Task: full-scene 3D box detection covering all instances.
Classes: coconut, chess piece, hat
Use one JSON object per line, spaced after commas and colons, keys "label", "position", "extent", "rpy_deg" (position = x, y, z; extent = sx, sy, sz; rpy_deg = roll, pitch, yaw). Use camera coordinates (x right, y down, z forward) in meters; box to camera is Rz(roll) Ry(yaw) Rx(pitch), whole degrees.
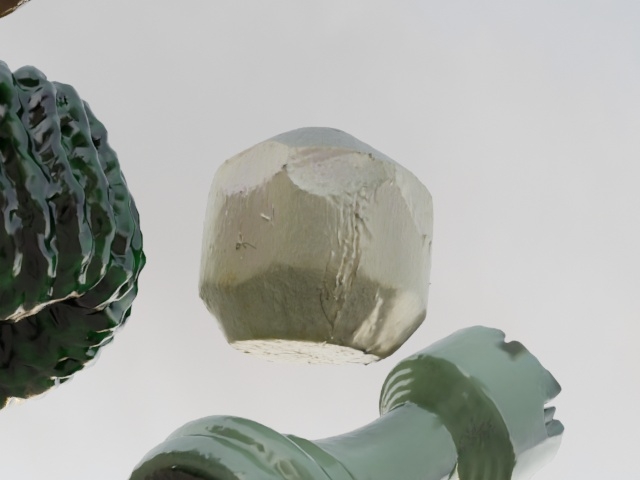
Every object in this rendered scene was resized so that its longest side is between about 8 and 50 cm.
{"label": "coconut", "position": [0.001, 0.000, 1.325], "extent": [0.161, 0.162, 0.161], "rpy_deg": [5, -12, 1]}
{"label": "chess piece", "position": [0.031, 0.165, 1.324], "extent": [0.194, 0.299, 0.194], "rpy_deg": [23, -54, 36]}
{"label": "hat", "position": [-0.273, -0.059, 1.211], "extent": [0.332, 0.274, 0.242], "rpy_deg": [67, -27, 26]}

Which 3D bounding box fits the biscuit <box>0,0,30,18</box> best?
{"label": "biscuit", "position": [-0.257, -0.257, 1.015], "extent": [0.359, 0.359, 0.046], "rpy_deg": [54, -10, -19]}
